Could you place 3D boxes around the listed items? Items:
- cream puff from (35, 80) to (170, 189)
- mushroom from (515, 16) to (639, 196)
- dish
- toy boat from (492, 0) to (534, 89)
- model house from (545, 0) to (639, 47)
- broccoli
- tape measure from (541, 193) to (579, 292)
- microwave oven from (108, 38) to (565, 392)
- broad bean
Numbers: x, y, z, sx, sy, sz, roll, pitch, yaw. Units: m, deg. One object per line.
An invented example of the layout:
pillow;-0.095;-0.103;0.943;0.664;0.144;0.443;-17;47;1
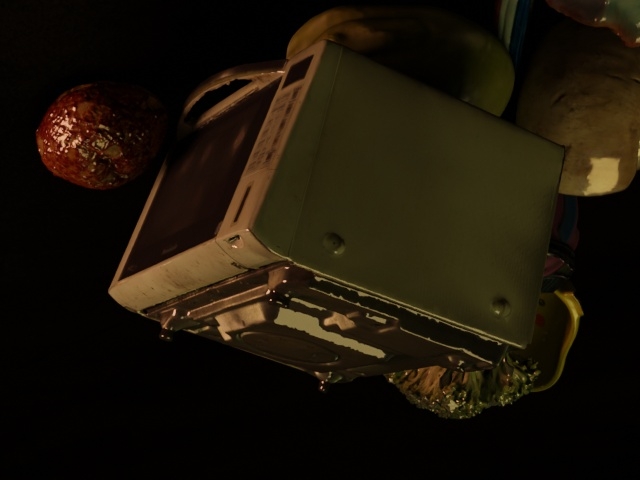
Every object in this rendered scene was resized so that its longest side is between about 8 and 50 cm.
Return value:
cream puff;-0.229;-0.107;1.543;0.149;0.084;0.149;-15;156;-7
mushroom;0.324;-0.165;1.628;0.195;0.254;0.189;5;118;16
dish;0.306;0.098;2.218;0.108;0.221;0.262;-49;168;-42
toy boat;0.215;-0.246;1.581;0.045;0.080;0.229;15;159;12
model house;0.354;-0.271;1.437;0.294;0.252;0.329;-8;158;-20
broccoli;0.241;0.101;2.069;0.221;0.252;0.361;-15;161;-46
tape measure;0.193;-0.028;1.796;0.245;0.232;0.149;-5;153;-22
microwave oven;0.000;0.000;1.489;0.333;0.247;0.394;22;161;-22
broad bean;0.080;-0.169;1.574;0.291;0.119;0.238;13;144;-45
